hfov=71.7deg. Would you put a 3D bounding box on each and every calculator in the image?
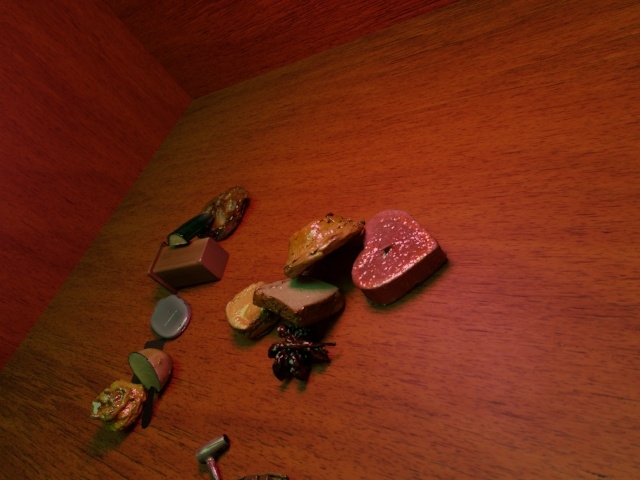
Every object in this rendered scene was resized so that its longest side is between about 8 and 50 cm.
[{"bbox_3d":[-0.674,0.333,1.973,0.298,0.041,0.186,22,71,47],"label":"calculator"}]

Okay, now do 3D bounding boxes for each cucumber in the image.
[{"bbox_3d":[-0.589,-0.065,2.037,0.115,0.063,0.244,-1,30,32],"label":"cucumber"}]

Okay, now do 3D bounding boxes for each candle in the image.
[{"bbox_3d":[0.245,0.043,1.405,0.287,0.131,0.317,0,56,36],"label":"candle"}]

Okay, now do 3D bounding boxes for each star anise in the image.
[{"bbox_3d":[-0.080,0.338,1.411,0.220,0.126,0.190,-46,35,0],"label":"star anise"}]

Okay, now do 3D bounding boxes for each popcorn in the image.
[{"bbox_3d":[-0.773,0.626,1.706,0.197,0.156,0.198,-20,33,14],"label":"popcorn"}]

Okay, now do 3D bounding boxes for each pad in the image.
[{"bbox_3d":[-0.734,0.518,1.886,0.142,0.003,0.212,-16,46,29],"label":"pad"}]

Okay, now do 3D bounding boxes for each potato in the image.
[{"bbox_3d":[-0.652,0.490,1.749,0.202,0.182,0.117,-12,15,43],"label":"potato"}]

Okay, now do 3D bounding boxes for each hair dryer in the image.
[{"bbox_3d":[-0.319,0.689,1.360,0.106,0.054,0.154,-32,50,6],"label":"hair dryer"}]

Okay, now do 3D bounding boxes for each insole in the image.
[{"bbox_3d":[-0.652,0.632,1.677,0.053,0.002,0.153,-7,70,35],"label":"insole"}]

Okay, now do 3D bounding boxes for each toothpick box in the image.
[{"bbox_3d":[-0.593,0.103,2.015,0.307,0.187,0.190,-12,47,27],"label":"toothpick box"}]

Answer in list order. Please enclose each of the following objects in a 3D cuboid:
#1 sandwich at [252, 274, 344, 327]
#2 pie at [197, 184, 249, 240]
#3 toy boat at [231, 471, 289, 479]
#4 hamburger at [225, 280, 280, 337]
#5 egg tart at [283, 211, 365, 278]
[{"bbox_3d":[-0.071,0.197,1.489,0.226,0.087,0.251,-21,24,-37],"label":"sandwich"},{"bbox_3d":[-0.487,-0.138,2.200,0.354,0.103,0.289,-14,47,36],"label":"pie"},{"bbox_3d":[-0.171,0.673,1.220,0.206,0.072,0.065,-22,45,25],"label":"toy boat"},{"bbox_3d":[-0.247,0.255,1.635,0.213,0.108,0.214,-22,45,24],"label":"hamburger"},{"bbox_3d":[-0.003,0.002,1.535,0.341,0.129,0.341,-34,-5,-4],"label":"egg tart"}]
